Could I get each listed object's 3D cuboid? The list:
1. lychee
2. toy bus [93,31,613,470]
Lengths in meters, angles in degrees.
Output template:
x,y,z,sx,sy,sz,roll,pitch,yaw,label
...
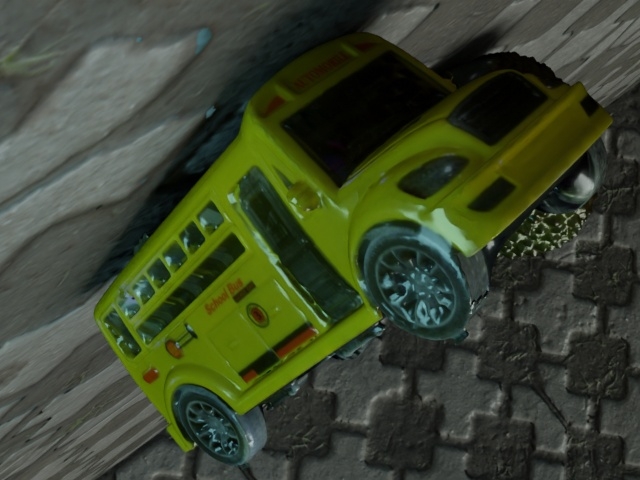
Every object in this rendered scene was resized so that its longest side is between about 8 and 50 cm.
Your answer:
x,y,z,sx,sy,sz,roll,pitch,yaw,label
0.142,-0.063,0.837,0.171,0.171,0.171,-36,174,-5,lychee
0.000,0.000,0.588,0.144,0.152,0.330,-39,178,-41,toy bus
